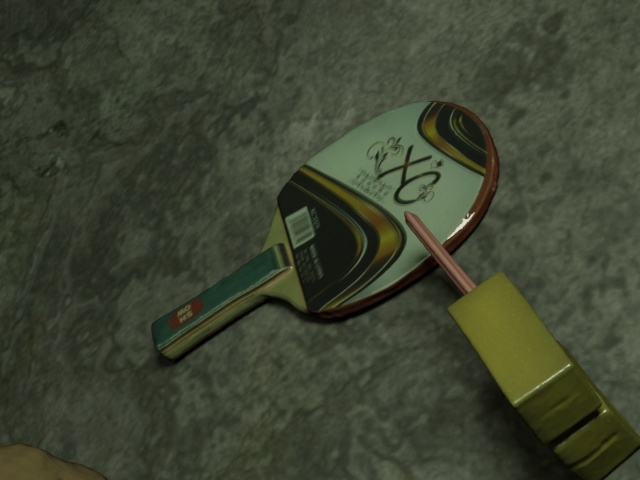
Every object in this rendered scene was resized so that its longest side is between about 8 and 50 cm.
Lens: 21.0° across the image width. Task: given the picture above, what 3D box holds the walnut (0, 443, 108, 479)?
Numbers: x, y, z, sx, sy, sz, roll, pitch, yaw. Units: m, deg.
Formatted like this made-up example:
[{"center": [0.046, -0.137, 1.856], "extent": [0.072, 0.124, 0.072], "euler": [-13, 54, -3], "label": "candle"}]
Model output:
[{"center": [-0.213, 0.268, 1.099], "extent": [0.273, 0.227, 0.273], "euler": [-19, 53, 27], "label": "walnut"}]

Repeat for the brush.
[{"center": [0.111, 0.048, 1.098], "extent": [0.047, 0.103, 0.233], "euler": [-39, 40, 5], "label": "brush"}]

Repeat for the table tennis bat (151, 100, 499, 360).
[{"center": [0.000, 0.000, 1.295], "extent": [0.301, 0.022, 0.173], "euler": [-31, 42, 14], "label": "table tennis bat"}]
